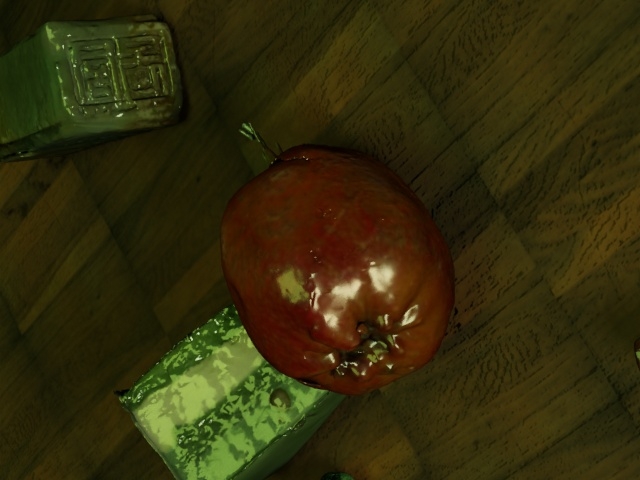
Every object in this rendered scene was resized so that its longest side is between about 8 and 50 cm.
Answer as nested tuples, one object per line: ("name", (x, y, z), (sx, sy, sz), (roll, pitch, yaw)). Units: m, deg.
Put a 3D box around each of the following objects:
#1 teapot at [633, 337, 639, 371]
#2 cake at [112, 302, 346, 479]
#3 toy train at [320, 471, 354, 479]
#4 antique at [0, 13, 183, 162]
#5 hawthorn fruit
("teapot", (0.317, 0.088, 1.313), (0.129, 0.078, 0.098), (-9, 93, 45))
("cake", (-0.044, 0.132, 1.697), (0.283, 0.172, 0.158), (-41, 76, 7))
("toy train", (0.007, 0.320, 1.683), (0.111, 0.071, 0.170), (42, 126, 18))
("antique", (-0.293, -0.165, 1.820), (0.284, 0.150, 0.125), (-11, 88, 53))
("hawthorn fruit", (0.000, 0.000, 1.523), (0.211, 0.211, 0.299), (-55, 53, 37))
